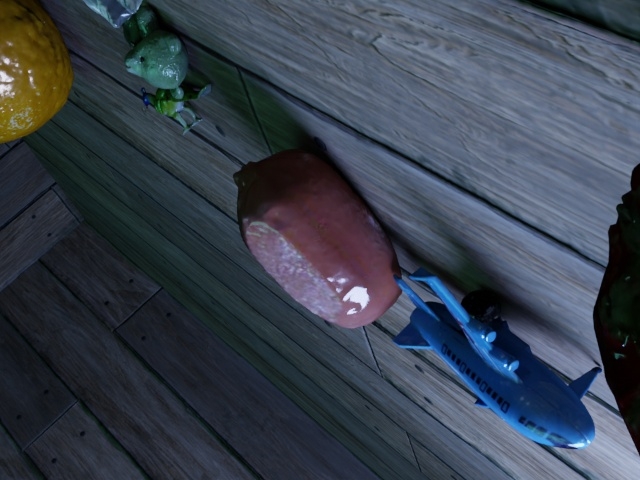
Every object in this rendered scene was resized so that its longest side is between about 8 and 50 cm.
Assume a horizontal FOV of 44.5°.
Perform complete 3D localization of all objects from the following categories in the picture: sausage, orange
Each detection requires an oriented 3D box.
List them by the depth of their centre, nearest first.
[{"bbox_3d":[0.000,0.000,0.925,0.254,0.148,0.148,48,163,-14],"label":"sausage"},{"bbox_3d":[-0.611,-0.322,1.358,0.340,0.293,0.340,42,164,15],"label":"orange"}]

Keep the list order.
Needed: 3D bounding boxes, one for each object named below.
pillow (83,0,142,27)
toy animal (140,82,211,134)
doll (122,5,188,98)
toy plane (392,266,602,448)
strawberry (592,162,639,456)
[{"bbox_3d":[-0.200,-0.282,0.723,0.148,0.050,0.229,54,-163,-22],"label":"pillow"},{"bbox_3d":[-0.191,-0.189,1.113,0.217,0.041,0.075,13,142,53],"label":"toy animal"},{"bbox_3d":[-0.228,-0.249,1.014,0.150,0.077,0.115,48,156,33],"label":"doll"},{"bbox_3d":[0.185,0.130,0.841,0.271,0.105,0.254,27,156,44],"label":"toy plane"},{"bbox_3d":[0.258,0.051,0.330,0.220,0.274,0.274,10,167,-11],"label":"strawberry"}]
